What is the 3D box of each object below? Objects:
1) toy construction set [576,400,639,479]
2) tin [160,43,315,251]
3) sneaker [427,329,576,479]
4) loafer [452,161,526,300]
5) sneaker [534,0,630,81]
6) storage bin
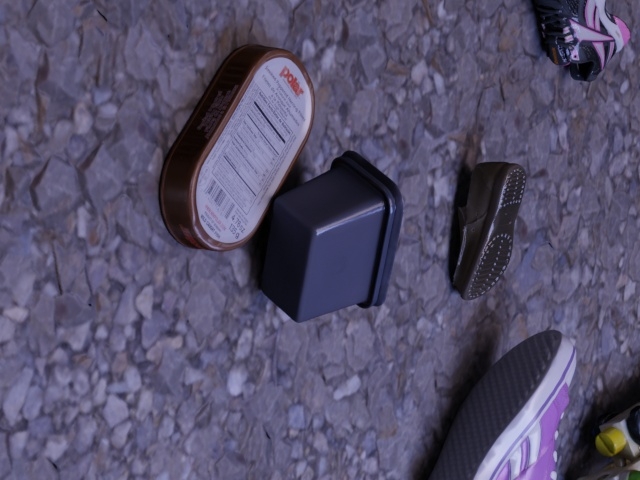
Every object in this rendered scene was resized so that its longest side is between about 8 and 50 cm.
[{"bbox_3d":[0.399,0.279,2.121,0.327,0.151,0.215,-24,92,-56],"label":"toy construction set"},{"bbox_3d":[-0.065,-0.076,1.544,0.190,0.040,0.106,-62,143,-23],"label":"tin"},{"bbox_3d":[0.204,0.238,1.871,0.161,0.102,0.282,36,78,-24],"label":"sneaker"},{"bbox_3d":[0.161,-0.013,1.838,0.056,0.050,0.148,0,114,-49],"label":"loafer"},{"bbox_3d":[0.255,-0.219,1.898,0.178,0.072,0.077,36,80,-43],"label":"sneaker"},{"bbox_3d":[0.000,0.000,1.596,0.091,0.098,0.135,-22,138,-36],"label":"storage bin"}]
